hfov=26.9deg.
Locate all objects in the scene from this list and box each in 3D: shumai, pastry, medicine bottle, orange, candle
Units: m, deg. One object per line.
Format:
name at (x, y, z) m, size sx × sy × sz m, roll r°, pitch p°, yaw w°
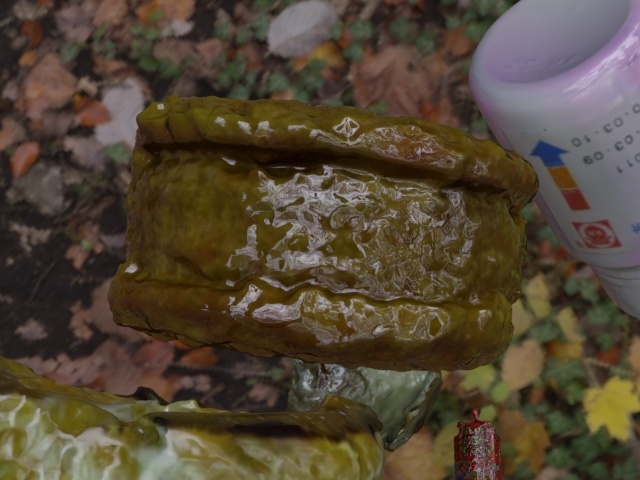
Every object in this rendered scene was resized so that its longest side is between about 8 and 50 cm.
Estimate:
shumai at (0.052, 0.161, 1.401) m, size 0.142 × 0.184 × 0.184 m, roll 12°, pitch 51°, yaw 22°
pastry at (0.000, 0.000, 0.574) m, size 0.189 × 0.189 × 0.103 m, roll 8°, pitch 88°, yaw -30°
medicine bottle at (0.229, -0.065, 1.015) m, size 0.254 × 0.152 × 0.152 m, roll 51°, pitch 47°, yaw -33°
orange at (-0.146, 0.191, 0.967) m, size 0.369 × 0.271 × 0.210 m, roll 10°, pitch 79°, yaw 3°
candle at (0.162, 0.237, 1.371) m, size 0.052 × 0.052 × 0.130 m, roll 7°, pitch 79°, yaw -30°
